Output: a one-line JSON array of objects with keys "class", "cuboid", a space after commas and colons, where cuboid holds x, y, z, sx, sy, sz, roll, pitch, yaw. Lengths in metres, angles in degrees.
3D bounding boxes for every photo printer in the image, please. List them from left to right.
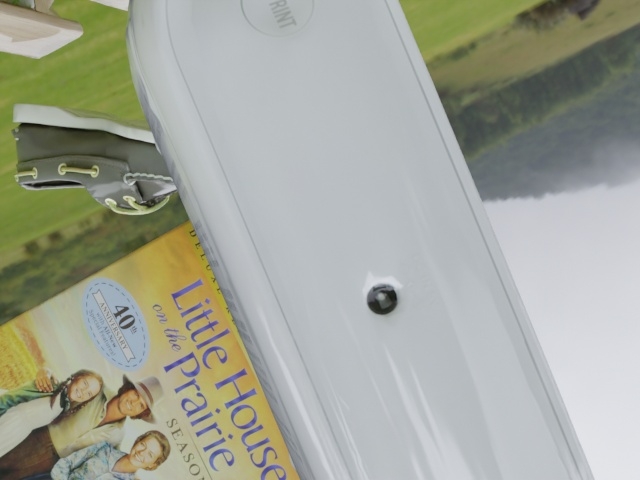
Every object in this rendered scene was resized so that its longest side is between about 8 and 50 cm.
[{"class": "photo printer", "cuboid": [0.000, 0.000, 0.459, 0.107, 0.307, 0.256, -23, -179, -9]}]

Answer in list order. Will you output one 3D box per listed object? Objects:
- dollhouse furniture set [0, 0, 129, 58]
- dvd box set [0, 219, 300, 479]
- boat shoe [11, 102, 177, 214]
[{"class": "dollhouse furniture set", "cuboid": [-0.241, -0.405, 0.804, 0.394, 0.362, 0.256, -17, 172, 28]}, {"class": "dvd box set", "cuboid": [-0.204, 0.198, 0.925, 0.420, 0.307, 0.062, -28, 173, 11]}, {"class": "boat shoe", "cuboid": [-0.185, -0.073, 0.912, 0.305, 0.091, 0.109, 13, -172, 35]}]
